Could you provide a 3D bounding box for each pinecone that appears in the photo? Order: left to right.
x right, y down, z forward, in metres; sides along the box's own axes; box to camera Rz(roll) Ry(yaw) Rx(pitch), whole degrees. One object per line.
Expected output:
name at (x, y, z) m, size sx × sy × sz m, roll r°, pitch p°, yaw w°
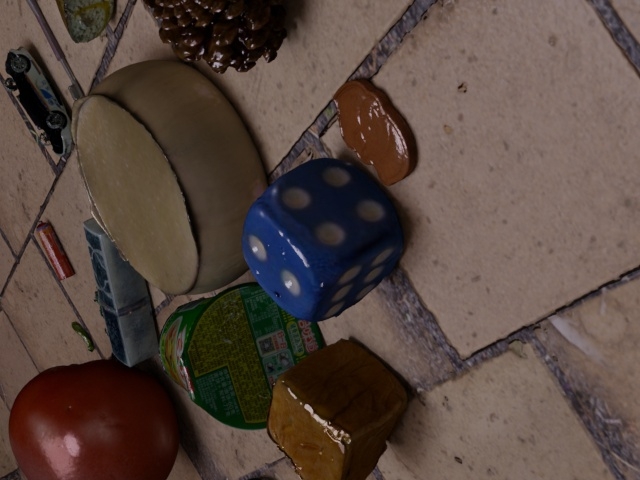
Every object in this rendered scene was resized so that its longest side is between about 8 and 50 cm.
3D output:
pinecone at (-0.107, -0.263, 1.291) m, size 0.173 × 0.173 × 0.174 m, roll 37°, pitch 142°, yaw 36°

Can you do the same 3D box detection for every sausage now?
sausage at (-0.539, 0.017, 2.304) m, size 0.034 × 0.034 × 0.129 m, roll -12°, pitch 104°, yaw 59°

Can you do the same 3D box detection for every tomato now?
tomato at (-0.418, 0.378, 2.139) m, size 0.321 × 0.321 × 0.321 m, roll 37°, pitch 142°, yaw 36°

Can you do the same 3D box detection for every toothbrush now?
toothbrush at (-0.439, -0.318, 1.887) m, size 0.014 × 0.017 × 0.194 m, roll -24°, pitch 91°, yaw 55°

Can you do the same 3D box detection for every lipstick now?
lipstick at (-0.353, 0.084, 2.029) m, size 0.077 × 0.076 × 0.290 m, roll 31°, pitch 136°, yaw 45°

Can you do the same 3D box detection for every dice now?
dice at (0.000, 0.000, 1.340) m, size 0.146 × 0.146 × 0.143 m, roll 49°, pitch 150°, yaw 21°

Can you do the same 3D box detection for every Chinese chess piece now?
Chinese chess piece at (-0.213, -0.085, 1.608) m, size 0.338 × 0.140 × 0.338 m, roll 37°, pitch 143°, yaw 34°

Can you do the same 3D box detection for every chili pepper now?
chili pepper at (-0.507, 0.203, 2.425) m, size 0.083 × 0.017 × 0.030 m, roll 52°, pitch 150°, yaw 16°

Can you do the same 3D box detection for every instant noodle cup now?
instant noodle cup at (-0.138, 0.158, 1.652) m, size 0.232 × 0.207 × 0.207 m, roll 0°, pitch 115°, yaw 65°

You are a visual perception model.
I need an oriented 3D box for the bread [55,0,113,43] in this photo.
bread at (-0.352, -0.365, 1.646) m, size 0.094 × 0.083 × 0.157 m, roll 24°, pitch 135°, yaw 54°

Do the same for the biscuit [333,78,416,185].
biscuit at (0.058, -0.122, 1.275) m, size 0.130 × 0.019 × 0.102 m, roll 52°, pitch 148°, yaw 18°

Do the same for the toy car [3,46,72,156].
toy car at (-0.486, -0.241, 1.983) m, size 0.205 × 0.056 × 0.095 m, roll 56°, pitch 150°, yaw 3°

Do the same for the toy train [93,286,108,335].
toy train at (-0.391, 0.153, 2.183) m, size 0.071 × 0.038 × 0.148 m, roll 5°, pitch 120°, yaw 56°

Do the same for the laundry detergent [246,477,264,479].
laundry detergent at (-0.086, 0.467, 1.949) m, size 0.137 × 0.063 × 0.211 m, roll 64°, pitch 151°, yaw 9°

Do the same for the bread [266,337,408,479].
bread at (0.022, 0.234, 1.503) m, size 0.143 × 0.149 × 0.158 m, roll 41°, pitch 145°, yaw 26°
